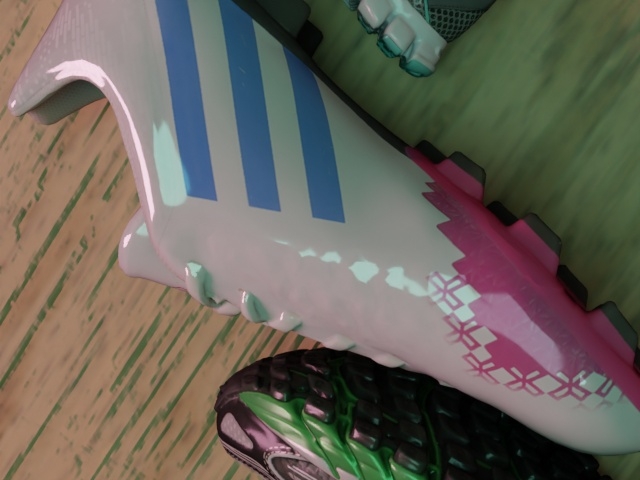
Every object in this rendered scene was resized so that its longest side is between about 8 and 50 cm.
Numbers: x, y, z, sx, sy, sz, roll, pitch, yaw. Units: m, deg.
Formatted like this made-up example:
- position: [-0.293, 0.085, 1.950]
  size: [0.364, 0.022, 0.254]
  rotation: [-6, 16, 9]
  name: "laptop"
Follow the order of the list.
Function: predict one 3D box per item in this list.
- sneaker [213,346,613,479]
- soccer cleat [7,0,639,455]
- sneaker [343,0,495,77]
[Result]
- position: [0.086, 0.175, 0.714]
  size: [0.343, 0.134, 0.146]
  rotation: [38, 107, 6]
  name: "sneaker"
- position: [0.000, 0.000, 0.715]
  size: [0.331, 0.116, 0.143]
  rotation: [44, 91, 13]
  name: "soccer cleat"
- position: [0.022, -0.158, 0.724]
  size: [0.076, 0.065, 0.166]
  rotation: [-36, 92, 1]
  name: "sneaker"
